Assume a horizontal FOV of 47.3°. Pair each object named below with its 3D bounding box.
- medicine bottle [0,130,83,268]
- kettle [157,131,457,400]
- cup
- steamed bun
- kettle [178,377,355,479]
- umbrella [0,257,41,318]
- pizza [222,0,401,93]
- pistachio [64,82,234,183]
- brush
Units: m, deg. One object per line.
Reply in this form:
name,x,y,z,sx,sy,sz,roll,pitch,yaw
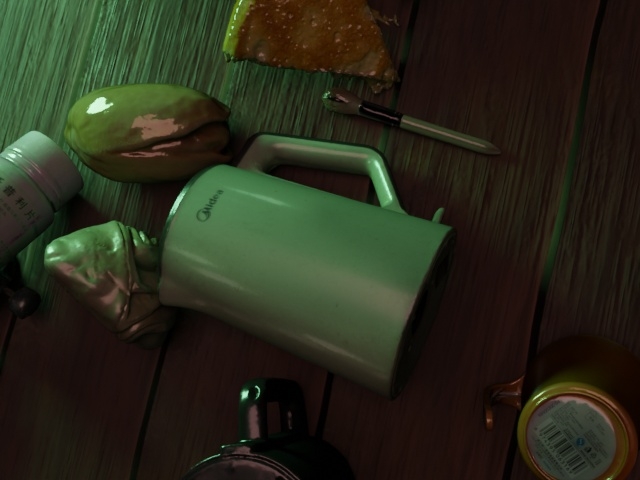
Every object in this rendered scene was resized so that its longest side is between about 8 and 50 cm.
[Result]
medicine bottle,-0.520,-0.052,1.177,0.152,0.152,0.254,33,63,15
kettle,0.000,0.000,1.075,0.376,0.250,0.361,19,66,17
cup,0.318,0.225,0.953,0.226,0.264,0.182,-1,90,23
steamed bun,-0.298,0.055,1.129,0.218,0.211,0.144,45,83,5
kettle,-0.077,0.341,0.985,0.203,0.308,0.262,-36,77,6
umbrella,-0.623,0.035,1.257,0.349,0.094,0.143,28,82,12
pizza,0.004,-0.327,1.149,0.287,0.075,0.280,38,109,-20
pistachio,-0.284,-0.176,1.185,0.293,0.181,0.162,-1,119,15
brush,0.140,-0.186,1.154,0.299,0.042,0.039,20,52,13
